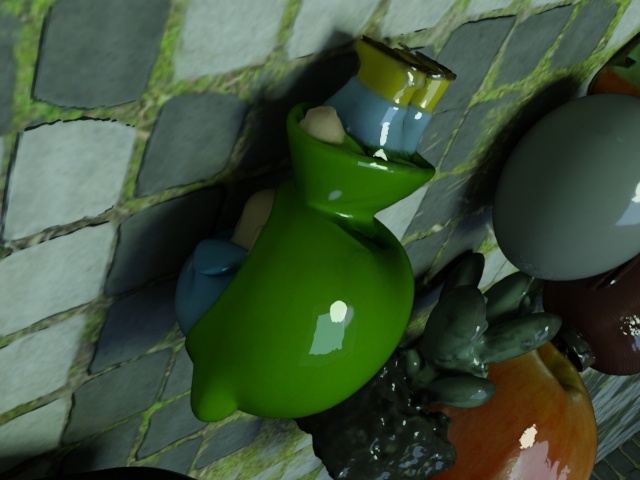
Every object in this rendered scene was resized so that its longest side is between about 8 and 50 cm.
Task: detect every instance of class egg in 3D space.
[{"bbox_3d":[0.233,-0.044,0.929,0.146,0.146,0.198,-20,161,-42],"label":"egg"}]

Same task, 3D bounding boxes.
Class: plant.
[{"bbox_3d":[0.107,0.133,1.021,0.274,0.146,0.149,-40,153,-8],"label":"plant"}]

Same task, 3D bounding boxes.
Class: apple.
[{"bbox_3d":[0.192,0.217,1.177,0.241,0.242,0.242,-55,154,15],"label":"apple"}]

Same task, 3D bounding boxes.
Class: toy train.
[{"bbox_3d":[0.335,-0.159,0.990,0.188,0.072,0.099,-40,156,-8],"label":"toy train"}]

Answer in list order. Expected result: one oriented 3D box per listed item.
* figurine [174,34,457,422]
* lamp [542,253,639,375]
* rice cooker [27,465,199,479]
[{"bbox_3d":[0.000,0.000,0.669,0.162,0.143,0.263,-5,125,-62],"label":"figurine"},{"bbox_3d":[0.383,0.063,1.302,0.258,0.180,0.180,-37,155,-14],"label":"lamp"},{"bbox_3d":[-0.182,0.313,0.652,0.335,0.335,0.325,-49,157,12],"label":"rice cooker"}]
